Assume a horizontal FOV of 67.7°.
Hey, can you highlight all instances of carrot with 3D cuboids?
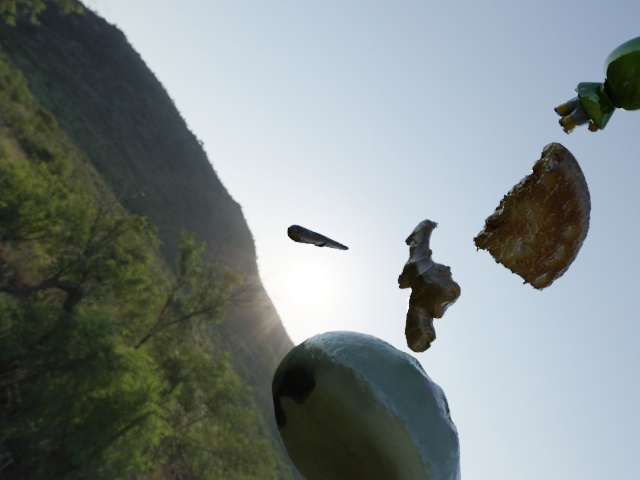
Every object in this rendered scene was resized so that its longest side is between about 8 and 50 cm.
[{"bbox_3d":[0.000,0.000,1.316,0.254,0.049,0.049,16,15,-46],"label":"carrot"}]

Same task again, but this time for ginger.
[{"bbox_3d":[0.238,0.084,1.078,0.081,0.333,0.148,23,-43,-27],"label":"ginger"}]

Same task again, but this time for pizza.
[{"bbox_3d":[0.414,-0.033,0.945,0.086,0.226,0.335,-94,172,-54],"label":"pizza"}]

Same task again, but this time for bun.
[{"bbox_3d":[0.072,0.234,0.632,0.283,0.179,0.283,27,-48,36],"label":"bun"}]

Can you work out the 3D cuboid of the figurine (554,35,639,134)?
[{"bbox_3d":[0.627,-0.317,0.989,0.143,0.162,0.263,25,-37,-33],"label":"figurine"}]
